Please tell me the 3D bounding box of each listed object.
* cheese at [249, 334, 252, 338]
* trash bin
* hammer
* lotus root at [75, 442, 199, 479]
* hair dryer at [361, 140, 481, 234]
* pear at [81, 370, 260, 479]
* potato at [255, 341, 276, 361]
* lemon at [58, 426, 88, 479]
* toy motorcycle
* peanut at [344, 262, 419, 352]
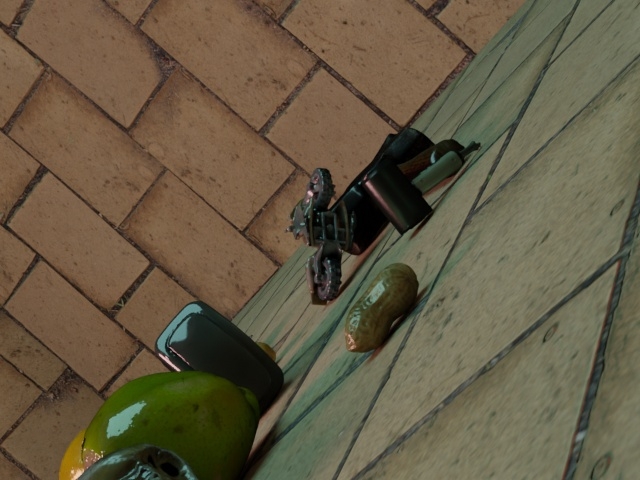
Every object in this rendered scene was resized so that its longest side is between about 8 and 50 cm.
[{"bbox_3d":[-0.187,0.249,2.240,0.189,0.074,0.286,-51,7,-13],"label":"cheese"},{"bbox_3d":[-0.147,0.178,1.681,0.101,0.176,0.236,-51,1,-13],"label":"trash bin"},{"bbox_3d":[0.138,-0.109,1.928,0.242,0.095,0.409,-50,6,-14],"label":"hammer"},{"bbox_3d":[-0.228,0.350,1.215,0.322,0.140,0.158,-54,26,20],"label":"lotus root"},{"bbox_3d":[0.155,-0.097,1.678,0.197,0.100,0.057,-34,-4,-28],"label":"hair dryer"},{"bbox_3d":[-0.163,0.233,1.366,0.219,0.187,0.187,-25,-7,-24],"label":"pear"},{"bbox_3d":[-0.111,0.197,1.929,0.083,0.062,0.068,-48,-26,23],"label":"potato"},{"bbox_3d":[-0.319,0.362,1.860,0.206,0.173,0.173,-52,1,44],"label":"lemon"},{"bbox_3d":[-0.001,0.000,1.948,0.130,0.094,0.229,136,135,-57],"label":"toy motorcycle"},{"bbox_3d":[0.062,0.071,1.228,0.113,0.054,0.054,-53,5,-20],"label":"peanut"}]
